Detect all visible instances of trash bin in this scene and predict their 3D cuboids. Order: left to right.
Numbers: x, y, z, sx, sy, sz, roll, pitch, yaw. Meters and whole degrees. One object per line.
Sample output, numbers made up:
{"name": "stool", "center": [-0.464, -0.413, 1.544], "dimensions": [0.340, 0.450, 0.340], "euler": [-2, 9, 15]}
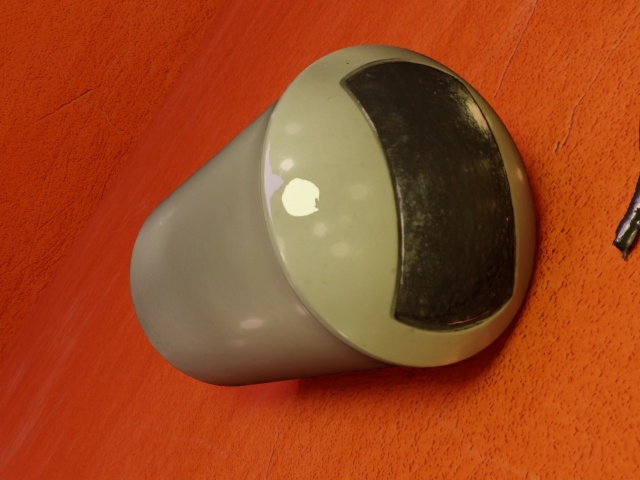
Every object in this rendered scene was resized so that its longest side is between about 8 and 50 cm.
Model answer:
{"name": "trash bin", "center": [0.000, 0.000, 0.913], "dimensions": [0.432, 0.280, 0.280], "euler": [-24, 45, 56]}

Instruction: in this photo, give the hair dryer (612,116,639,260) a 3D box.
{"name": "hair dryer", "center": [0.272, -0.160, 0.790], "dimensions": [0.303, 0.120, 0.360], "euler": [-174, 101, -71]}
